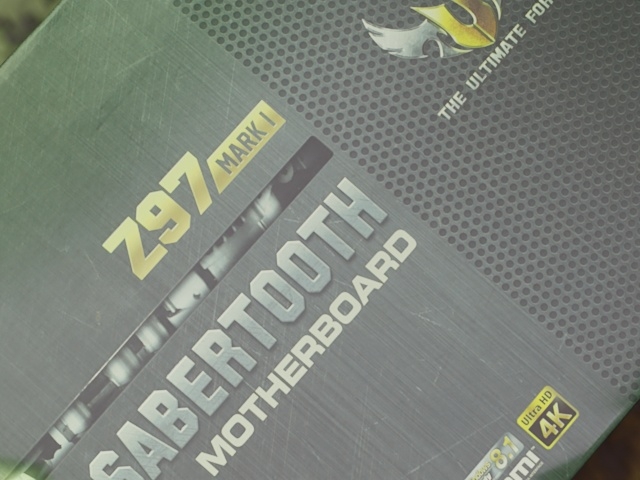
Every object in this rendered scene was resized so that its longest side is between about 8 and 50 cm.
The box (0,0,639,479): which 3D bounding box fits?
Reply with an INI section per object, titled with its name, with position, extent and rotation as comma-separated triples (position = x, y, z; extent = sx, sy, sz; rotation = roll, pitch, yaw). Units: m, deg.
[box]
position = 0.000, 0.000, 0.527
extent = 0.183, 0.059, 0.233
rotation = 42, 82, 5
